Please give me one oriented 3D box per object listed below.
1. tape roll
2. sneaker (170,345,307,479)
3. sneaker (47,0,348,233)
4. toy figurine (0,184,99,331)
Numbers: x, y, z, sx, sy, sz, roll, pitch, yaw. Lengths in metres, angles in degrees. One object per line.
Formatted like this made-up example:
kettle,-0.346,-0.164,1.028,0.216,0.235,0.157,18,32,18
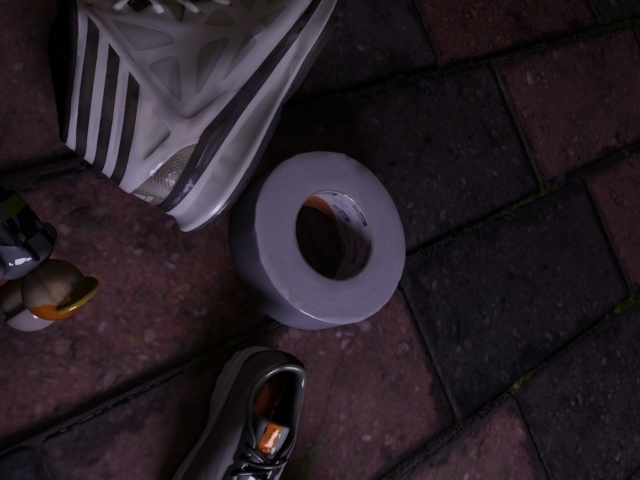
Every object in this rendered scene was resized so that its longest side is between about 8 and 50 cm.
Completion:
tape roll,0.000,0.000,0.815,0.219,0.072,0.219,9,73,-31
sneaker,-0.087,0.237,0.678,0.100,0.108,0.271,28,66,-26
sneaker,-0.137,-0.256,0.733,0.258,0.169,0.447,34,65,-23
toy figurine,-0.304,0.060,0.524,0.213,0.210,0.148,-45,109,-32
